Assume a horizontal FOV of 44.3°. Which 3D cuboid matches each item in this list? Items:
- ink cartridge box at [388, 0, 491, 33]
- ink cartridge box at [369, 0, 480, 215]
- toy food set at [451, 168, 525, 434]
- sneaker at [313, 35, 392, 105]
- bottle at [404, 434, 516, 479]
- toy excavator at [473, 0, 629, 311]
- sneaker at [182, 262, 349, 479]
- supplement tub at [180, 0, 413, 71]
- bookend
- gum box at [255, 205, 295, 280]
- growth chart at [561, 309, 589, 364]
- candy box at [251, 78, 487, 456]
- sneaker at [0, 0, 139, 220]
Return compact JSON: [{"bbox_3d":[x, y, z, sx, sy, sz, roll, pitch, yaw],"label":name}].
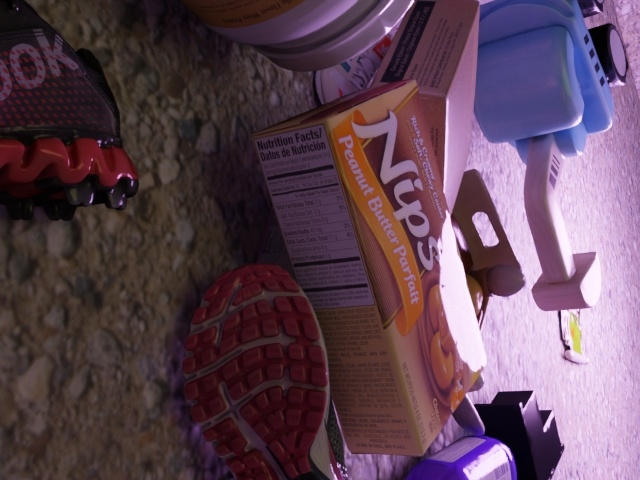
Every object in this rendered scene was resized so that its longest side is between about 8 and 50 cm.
[{"bbox_3d":[0.123,-0.353,0.979,0.128,0.176,0.127,0,80,-58],"label":"ink cartridge box"},{"bbox_3d":[0.128,-0.141,0.945,0.234,0.088,0.193,83,23,-45],"label":"ink cartridge box"},{"bbox_3d":[0.211,0.079,1.092,0.219,0.093,0.306,59,38,-32],"label":"toy food set"},{"bbox_3d":[0.044,-0.209,0.913,0.057,0.075,0.161,45,47,-43],"label":"sneaker"},{"bbox_3d":[0.148,0.317,0.936,0.283,0.092,0.118,-4,95,-57],"label":"bottle"},{"bbox_3d":[0.352,-0.170,1.257,0.433,0.223,0.445,55,44,-33],"label":"toy excavator"},{"bbox_3d":[-0.040,0.168,0.681,0.112,0.121,0.298,-22,102,-87],"label":"sneaker"},{"bbox_3d":[-0.065,-0.301,0.622,0.316,0.229,0.228,37,53,-48],"label":"supplement tub"},{"bbox_3d":[0.312,0.292,1.218,0.156,0.072,0.157,-31,108,-56],"label":"bookend"},{"bbox_3d":[0.000,0.000,0.807,0.107,0.062,0.188,46,47,-42],"label":"gum box"},{"bbox_3d":[0.525,0.142,1.636,0.172,0.021,0.237,8,77,-58],"label":"growth chart"},{"bbox_3d":[0.059,0.021,0.753,0.183,0.088,0.316,-35,112,-54],"label":"candy box"},{"bbox_3d":[-0.221,-0.085,0.451,0.276,0.098,0.135,2,81,-59],"label":"sneaker"}]
